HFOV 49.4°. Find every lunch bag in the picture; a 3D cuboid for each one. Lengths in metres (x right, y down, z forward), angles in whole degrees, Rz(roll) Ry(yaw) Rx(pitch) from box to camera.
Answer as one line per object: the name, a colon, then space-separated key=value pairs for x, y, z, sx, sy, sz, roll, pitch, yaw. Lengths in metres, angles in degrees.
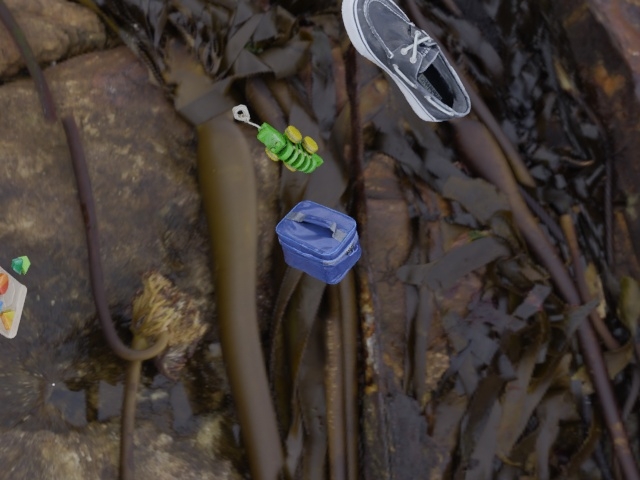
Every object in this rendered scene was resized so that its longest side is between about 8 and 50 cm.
lunch bag: x=0.000 y=0.000 z=0.815 sx=0.098 sy=0.065 sz=0.067 roll=22 pitch=58 yaw=30

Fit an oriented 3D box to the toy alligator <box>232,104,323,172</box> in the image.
toy alligator: x=-0.060 y=-0.147 z=1.081 sx=0.190 sy=0.056 sz=0.051 roll=27 pitch=33 yaw=-41

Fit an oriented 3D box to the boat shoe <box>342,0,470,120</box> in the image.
boat shoe: x=0.160 y=-0.323 z=1.218 sx=0.108 sy=0.102 sz=0.301 roll=-51 pitch=119 yaw=-15

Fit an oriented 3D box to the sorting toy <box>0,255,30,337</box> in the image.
sorting toy: x=-0.303 y=0.046 z=0.673 sx=0.012 sy=0.062 sz=0.083 roll=-3 pitch=62 yaw=11
